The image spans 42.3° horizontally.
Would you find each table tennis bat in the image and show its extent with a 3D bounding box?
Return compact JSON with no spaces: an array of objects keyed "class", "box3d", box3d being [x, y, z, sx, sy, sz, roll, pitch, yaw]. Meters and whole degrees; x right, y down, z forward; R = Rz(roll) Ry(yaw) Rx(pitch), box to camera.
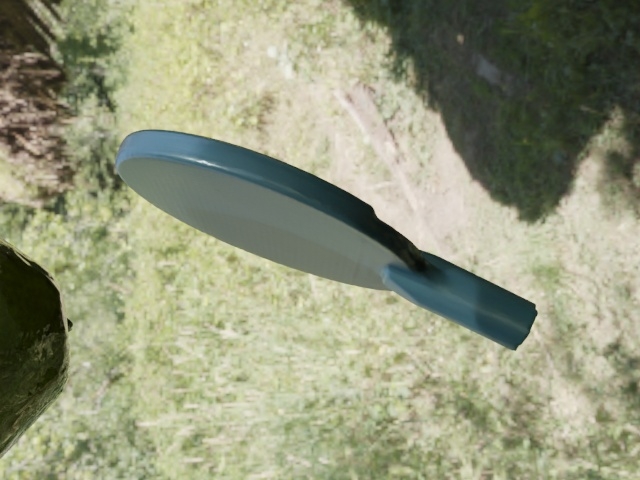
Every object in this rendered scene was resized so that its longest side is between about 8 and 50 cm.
[{"class":"table tennis bat","box3d":[0.000,0.000,0.617,0.215,0.329,0.044,97,-164,-74]}]

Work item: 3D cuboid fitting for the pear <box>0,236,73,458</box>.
[{"class":"pear","box3d":[-0.282,0.071,0.483,0.212,0.269,0.212,176,90,-65]}]
